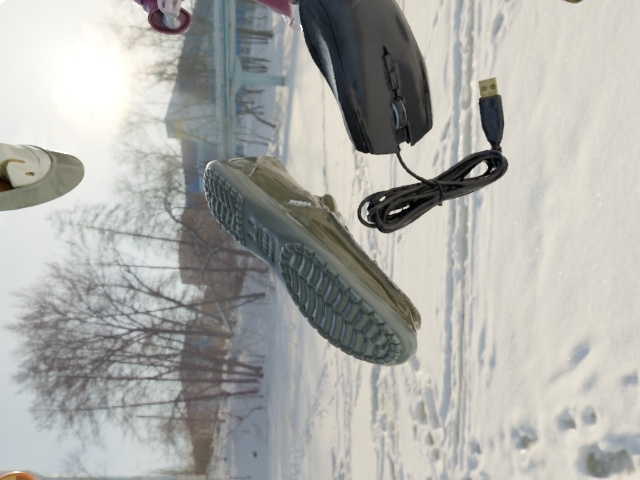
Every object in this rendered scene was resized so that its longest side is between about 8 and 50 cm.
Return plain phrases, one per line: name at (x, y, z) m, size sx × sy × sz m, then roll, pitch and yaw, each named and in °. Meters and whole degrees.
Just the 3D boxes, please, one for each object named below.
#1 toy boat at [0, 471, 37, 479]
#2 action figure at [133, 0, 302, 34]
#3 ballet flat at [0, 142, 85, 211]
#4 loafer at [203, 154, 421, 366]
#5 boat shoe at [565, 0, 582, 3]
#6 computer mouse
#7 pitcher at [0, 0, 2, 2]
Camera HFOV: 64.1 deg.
toy boat at (-0.395, 0.294, 0.566) m, size 0.231 × 0.151 × 0.151 m, roll -21°, pitch 67°, yaw 58°
action figure at (-0.210, -0.458, 0.825) m, size 0.276 × 0.370 × 0.248 m, roll -49°, pitch -49°, yaw -79°
ballet flat at (-0.337, -0.063, 0.510) m, size 0.072 × 0.213 × 0.068 m, roll 52°, pitch 137°, yaw 14°
loafer at (0.000, 0.000, 0.450) m, size 0.251 × 0.087 × 0.094 m, roll 45°, pitch 146°, yaw 20°
boat shoe at (0.518, -0.553, 1.067) m, size 0.342 × 0.123 × 0.123 m, roll -23°, pitch -81°, yaw -56°
computer mouse at (0.095, -0.151, 0.491) m, size 0.060 × 0.184 × 0.262 m, roll -175°, pitch 67°, yaw -76°
pitcher at (-0.212, -0.228, 0.268) m, size 0.207 × 0.177 × 0.125 m, roll -59°, pitch -15°, yaw -4°
